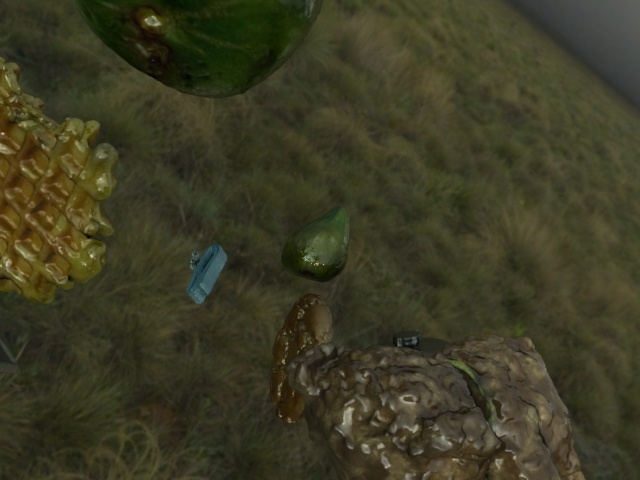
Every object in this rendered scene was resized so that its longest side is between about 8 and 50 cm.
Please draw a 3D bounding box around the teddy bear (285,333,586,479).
[{"bbox_3d":[0.113,0.202,0.554,0.222,0.296,0.246,-23,31,-29],"label":"teddy bear"}]

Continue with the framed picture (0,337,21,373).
[{"bbox_3d":[-0.600,0.094,0.984,0.289,0.016,0.213,38,3,31],"label":"framed picture"}]

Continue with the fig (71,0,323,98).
[{"bbox_3d":[-0.074,-0.245,0.481,0.203,0.203,0.235,30,55,-18],"label":"fig"}]

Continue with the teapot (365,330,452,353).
[{"bbox_3d":[0.159,0.349,1.294,0.200,0.270,0.337,-13,98,-61],"label":"teapot"}]

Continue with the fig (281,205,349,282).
[{"bbox_3d":[0.000,0.000,1.229,0.123,0.156,0.123,20,-7,2],"label":"fig"}]

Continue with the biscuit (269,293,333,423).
[{"bbox_3d":[-0.037,0.191,1.077,0.042,0.226,0.226,14,32,-18],"label":"biscuit"}]

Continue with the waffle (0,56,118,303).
[{"bbox_3d":[-0.364,-0.071,0.777,0.300,0.282,0.058,17,17,20],"label":"waffle"}]

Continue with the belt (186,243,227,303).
[{"bbox_3d":[-0.307,0.088,1.694,0.065,0.100,0.179,56,33,-30],"label":"belt"}]
